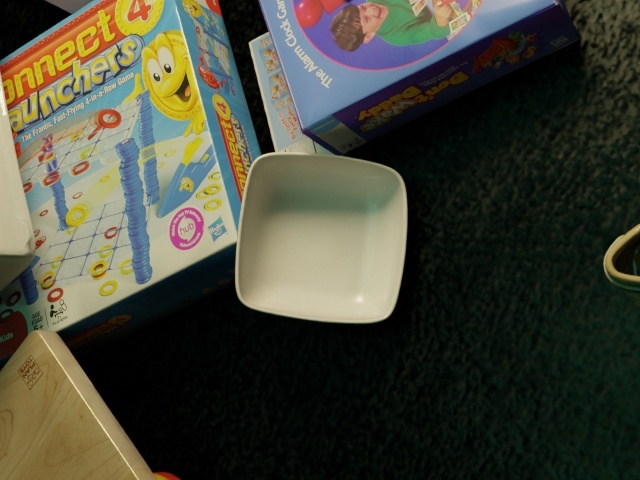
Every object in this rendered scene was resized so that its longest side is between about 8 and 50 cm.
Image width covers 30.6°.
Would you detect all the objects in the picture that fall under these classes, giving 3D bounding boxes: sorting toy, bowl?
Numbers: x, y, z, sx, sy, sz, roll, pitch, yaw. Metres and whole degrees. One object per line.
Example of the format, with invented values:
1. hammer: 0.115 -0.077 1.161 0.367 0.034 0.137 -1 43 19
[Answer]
1. sorting toy: -0.240 0.261 1.079 0.257 0.089 0.255 -49 63 18
2. bowl: 0.000 0.000 0.998 0.142 0.053 0.142 7 82 -5

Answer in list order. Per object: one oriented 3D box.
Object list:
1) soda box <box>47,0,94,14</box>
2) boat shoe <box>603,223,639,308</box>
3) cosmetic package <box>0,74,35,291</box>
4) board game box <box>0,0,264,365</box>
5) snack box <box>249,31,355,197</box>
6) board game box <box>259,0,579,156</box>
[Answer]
1. soda box: -0.191 -0.313 1.189 0.216 0.074 0.069 -26 68 24
2. boat shoe: 0.338 -0.016 0.802 0.285 0.089 0.104 -27 67 23
3. cosmetic package: -0.523 -0.056 1.116 0.394 0.327 0.329 -34 63 45
4. board game box: -0.211 -0.067 1.142 0.308 0.086 0.301 -26 68 24
5. snack box: -0.017 -0.117 1.075 0.064 0.022 0.178 -23 69 24
6. board game box: 0.049 -0.281 1.024 0.233 0.078 0.347 -24 68 18
